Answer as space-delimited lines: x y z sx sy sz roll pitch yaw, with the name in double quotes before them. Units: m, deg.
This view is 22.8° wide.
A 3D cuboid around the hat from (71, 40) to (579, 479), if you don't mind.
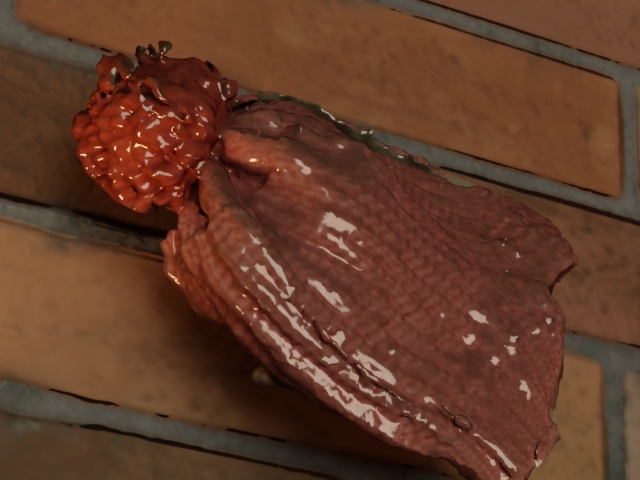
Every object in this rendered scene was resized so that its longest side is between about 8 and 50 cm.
"hat" 0.000 0.000 0.816 0.286 0.107 0.237 30 30 -12
